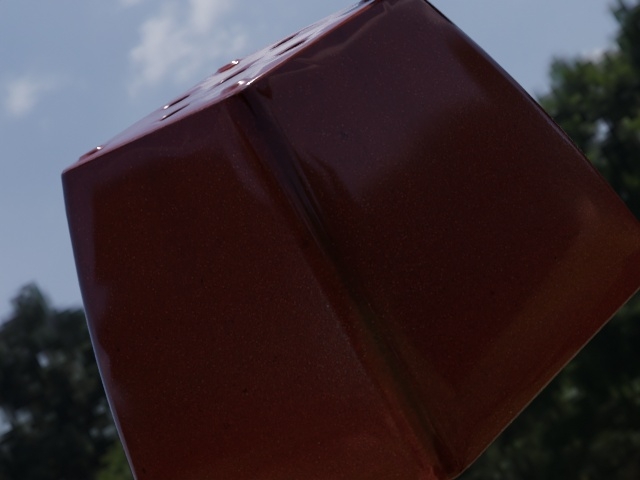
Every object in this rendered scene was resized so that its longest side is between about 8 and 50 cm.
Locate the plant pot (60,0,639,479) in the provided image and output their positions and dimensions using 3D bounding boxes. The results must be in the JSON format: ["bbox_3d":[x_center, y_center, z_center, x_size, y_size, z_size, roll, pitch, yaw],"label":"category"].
[{"bbox_3d":[0.000,0.000,1.133,0.267,0.236,0.267,-20,14,45],"label":"plant pot"}]
